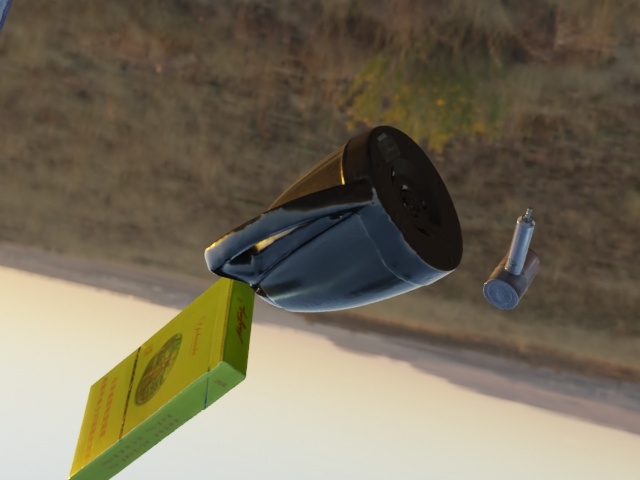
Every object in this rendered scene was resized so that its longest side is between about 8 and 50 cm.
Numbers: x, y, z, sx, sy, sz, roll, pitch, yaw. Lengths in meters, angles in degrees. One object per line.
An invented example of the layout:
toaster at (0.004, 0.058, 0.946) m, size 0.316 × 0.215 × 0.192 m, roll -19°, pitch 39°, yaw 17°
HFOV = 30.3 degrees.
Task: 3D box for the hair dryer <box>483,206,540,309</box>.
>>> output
hair dryer at (0.194, 0.008, 1.145) m, size 0.037 × 0.063 × 0.114 m, roll 25°, pitch 137°, yaw 19°

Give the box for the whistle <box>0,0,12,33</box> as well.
whistle at (-0.252, -0.281, 0.971) m, size 0.062 × 0.304 × 0.062 m, roll 23°, pitch -168°, yaw -5°

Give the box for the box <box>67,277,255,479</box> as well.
box at (-0.218, 0.194, 1.622) m, size 0.047 × 0.187 × 0.335 m, roll 37°, pitch 122°, yaw -24°

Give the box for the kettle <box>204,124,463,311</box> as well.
kettle at (0.011, 0.009, 1.506) m, size 0.271 × 0.207 × 0.251 m, roll -27°, pitch -166°, yaw 30°
